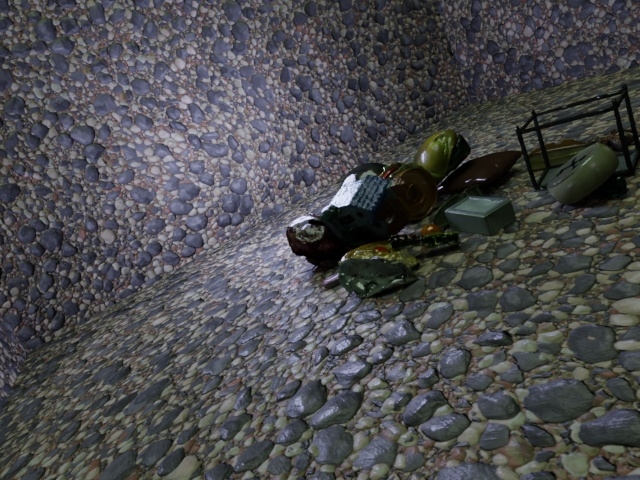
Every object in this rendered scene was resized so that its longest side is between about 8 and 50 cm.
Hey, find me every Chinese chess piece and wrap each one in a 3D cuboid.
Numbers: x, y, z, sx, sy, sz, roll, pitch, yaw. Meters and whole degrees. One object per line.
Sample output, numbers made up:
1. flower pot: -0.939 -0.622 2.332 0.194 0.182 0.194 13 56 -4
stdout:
1. Chinese chess piece: 0.874 -0.222 1.543 0.238 0.092 0.238 -46 -3 -3

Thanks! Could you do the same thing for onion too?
1. onion: 0.000 0.000 2.057 0.313 0.233 0.314 1 11 0

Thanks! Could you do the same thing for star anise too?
1. star anise: 1.170 -0.394 1.833 0.207 0.063 0.172 -25 21 -11

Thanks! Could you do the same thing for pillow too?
1. pillow: 0.722 -0.306 2.108 0.305 0.108 0.307 -36 15 -30

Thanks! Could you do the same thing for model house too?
1. model house: 0.236 -0.114 1.862 0.329 0.295 0.252 -15 35 50

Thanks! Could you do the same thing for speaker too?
1. speaker: 0.951 -0.167 1.485 0.075 0.060 0.095 -18 53 23

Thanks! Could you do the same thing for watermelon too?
1. watermelon: 0.259 -0.253 2.326 0.359 0.279 0.279 -6 25 40

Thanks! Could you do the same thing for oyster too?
1. oyster: 0.181 0.114 1.596 0.252 0.199 0.087 -37 -30 17

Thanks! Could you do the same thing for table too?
1. table: 0.954 -0.373 1.703 0.334 0.272 0.222 -8 24 45

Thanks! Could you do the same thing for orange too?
1. orange: 0.423 -0.022 1.741 0.083 0.084 0.083 -23 17 7

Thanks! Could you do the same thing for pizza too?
1. pizza: 0.252 0.053 1.719 0.287 0.075 0.279 6 22 44

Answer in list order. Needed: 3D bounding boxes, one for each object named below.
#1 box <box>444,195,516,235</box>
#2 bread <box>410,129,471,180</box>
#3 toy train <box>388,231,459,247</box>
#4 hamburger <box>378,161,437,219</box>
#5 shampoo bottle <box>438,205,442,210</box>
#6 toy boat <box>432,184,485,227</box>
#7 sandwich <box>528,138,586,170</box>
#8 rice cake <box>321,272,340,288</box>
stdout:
1. box: 0.591 -0.097 1.714 0.129 0.086 0.225 -30 18 -15
2. bread: 0.566 -0.392 2.213 0.251 0.208 0.376 -47 -2 2
3. toy train: 0.375 -0.003 1.670 0.249 0.053 0.085 -3 2 16
4. hamburger: 0.371 -0.221 2.092 0.274 0.275 0.212 -31 22 -17
5. shampoo bottle: 0.554 -0.138 1.965 0.099 0.043 0.072 -31 17 -17
6. toy boat: 0.553 -0.134 1.877 0.293 0.093 0.055 -33 0 -24
7. sandwich: 0.997 -0.363 1.927 0.244 0.090 0.088 -6 28 47
8. rice cake: 0.101 0.137 1.796 0.206 0.036 0.047 -24 12 5
